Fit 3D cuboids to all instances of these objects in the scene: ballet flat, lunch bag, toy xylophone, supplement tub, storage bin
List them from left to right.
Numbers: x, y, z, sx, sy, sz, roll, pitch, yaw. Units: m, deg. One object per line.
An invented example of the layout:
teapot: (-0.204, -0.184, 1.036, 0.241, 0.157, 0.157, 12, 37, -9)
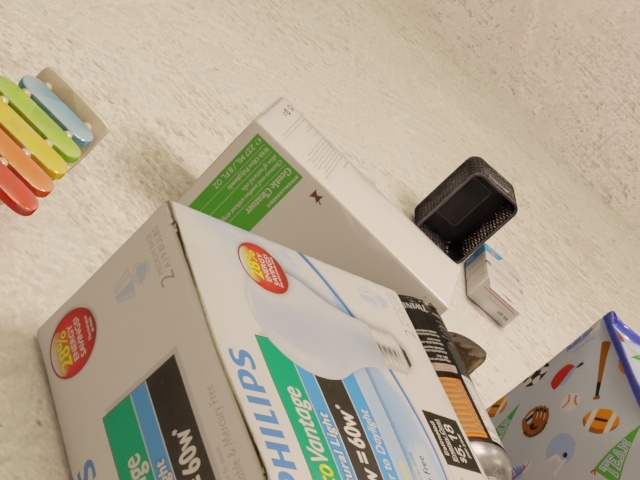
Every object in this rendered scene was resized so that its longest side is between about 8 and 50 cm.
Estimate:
toy xylophone: (-0.388, -0.135, 1.280, 0.236, 0.081, 0.322, 42, 23, -8)
supplement tub: (0.112, 0.238, 1.377, 0.193, 0.193, 0.316, 25, 31, -40)
ballet flat: (0.212, 0.200, 1.797, 0.084, 0.058, 0.250, 27, 15, 11)
storage bin: (0.279, -0.058, 2.156, 0.122, 0.180, 0.084, 39, 23, -16)
lunch bag: (0.375, 0.350, 1.478, 0.239, 0.328, 0.385, 35, 24, -21)

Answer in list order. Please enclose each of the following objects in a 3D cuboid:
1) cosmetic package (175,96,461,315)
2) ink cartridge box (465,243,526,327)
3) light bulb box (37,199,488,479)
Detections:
cosmetic package: (0.000, 0.000, 1.576, 0.365, 0.197, 0.155, 43, 23, -3)
ink cartridge box: (0.337, 0.094, 2.160, 0.104, 0.060, 0.180, 41, 23, -14)
light bulb box: (-0.047, 0.198, 1.132, 0.361, 0.225, 0.358, 23, 33, -45)
